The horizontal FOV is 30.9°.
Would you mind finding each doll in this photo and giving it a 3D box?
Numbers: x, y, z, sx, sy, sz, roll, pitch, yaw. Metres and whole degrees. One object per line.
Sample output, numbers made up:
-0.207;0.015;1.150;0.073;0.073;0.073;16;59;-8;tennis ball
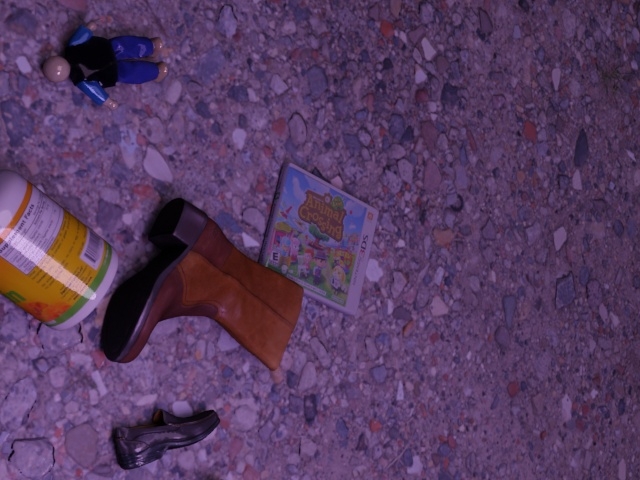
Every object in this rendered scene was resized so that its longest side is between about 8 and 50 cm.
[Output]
-0.307;-0.248;1.647;0.189;0.046;0.129;-12;92;-42;doll

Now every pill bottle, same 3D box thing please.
-0.392;-0.004;1.481;0.245;0.136;0.136;42;60;-30;pill bottle

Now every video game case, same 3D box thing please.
0.000;0.000;1.903;0.212;0.023;0.193;27;68;-36;video game case

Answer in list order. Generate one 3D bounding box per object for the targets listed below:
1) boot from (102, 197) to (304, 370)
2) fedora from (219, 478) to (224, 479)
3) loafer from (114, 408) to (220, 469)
-0.167;0.116;1.710;0.280;0.096;0.264;41;54;-34;boot
-0.134;0.443;1.672;0.079;0.194;0.194;-23;103;0;fedora
-0.217;0.269;1.655;0.170;0.062;0.061;-19;93;-43;loafer
